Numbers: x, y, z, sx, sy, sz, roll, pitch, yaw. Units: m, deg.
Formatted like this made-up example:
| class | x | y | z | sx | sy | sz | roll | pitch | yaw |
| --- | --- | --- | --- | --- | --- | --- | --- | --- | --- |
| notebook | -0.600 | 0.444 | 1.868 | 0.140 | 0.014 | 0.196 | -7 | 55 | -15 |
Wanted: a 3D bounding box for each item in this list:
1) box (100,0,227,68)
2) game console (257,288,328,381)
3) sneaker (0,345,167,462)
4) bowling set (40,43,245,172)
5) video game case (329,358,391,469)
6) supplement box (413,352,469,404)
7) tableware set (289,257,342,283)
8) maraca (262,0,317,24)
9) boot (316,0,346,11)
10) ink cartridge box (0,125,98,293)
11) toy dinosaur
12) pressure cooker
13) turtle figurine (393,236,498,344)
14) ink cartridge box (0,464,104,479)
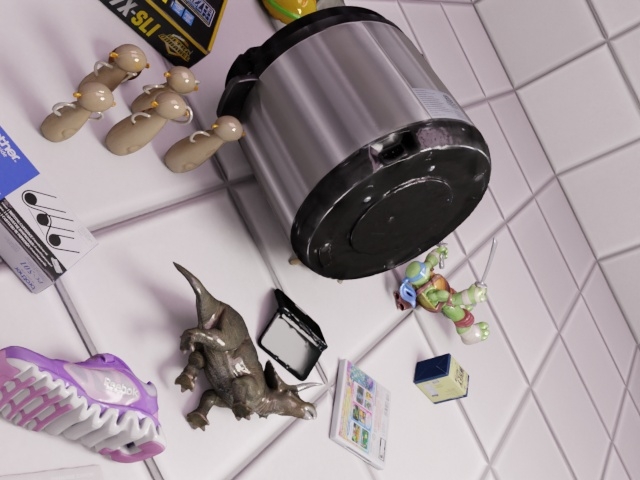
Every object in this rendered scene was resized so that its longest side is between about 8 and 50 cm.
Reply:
| class | x | y | z | sx | sy | sz | roll | pitch | yaw |
| --- | --- | --- | --- | --- | --- | --- | --- | --- | --- |
| box | -0.308 | -0.490 | 1.198 | 0.322 | 0.079 | 0.257 | 39 | 43 | -33 |
| game console | -0.053 | 0.161 | 1.183 | 0.122 | 0.071 | 0.107 | 46 | 8 | -27 |
| sneaker | -0.278 | 0.174 | 0.806 | 0.236 | 0.095 | 0.105 | 41 | 33 | -38 |
| bowling set | -0.266 | -0.230 | 1.016 | 0.287 | 0.154 | 0.200 | 7 | 64 | -52 |
| video game case | 0.076 | 0.316 | 1.252 | 0.143 | 0.019 | 0.157 | 41 | 41 | -31 |
| supplement box | 0.257 | 0.293 | 1.452 | 0.083 | 0.083 | 0.056 | 48 | 38 | -25 |
| tableware set | 0.000 | 0.000 | 1.336 | 0.128 | 0.039 | 0.194 | 39 | 34 | -15 |
| maraca | -0.085 | -0.549 | 1.525 | 0.186 | 0.099 | 0.127 | 45 | 40 | 11 |
| boot | 0.028 | -0.541 | 1.689 | 0.161 | 0.083 | 0.246 | 58 | 35 | -21 |
| ink cartridge box | -0.378 | -0.044 | 0.842 | 0.207 | 0.046 | 0.097 | 54 | 34 | -15 |
| toy dinosaur | -0.139 | 0.169 | 0.997 | 0.314 | 0.121 | 0.160 | 55 | 23 | -7 |
| pressure cooker | 0.052 | -0.190 | 1.198 | 0.420 | 0.375 | 0.370 | 61 | 4 | 28 |
| turtle figurine | 0.316 | 0.092 | 1.534 | 0.275 | 0.197 | 0.266 | -55 | 134 | -19 |
| ink cartridge box | -0.291 | 0.358 | 0.717 | 0.181 | 0.056 | 0.225 | 13 | 40 | -49 |
